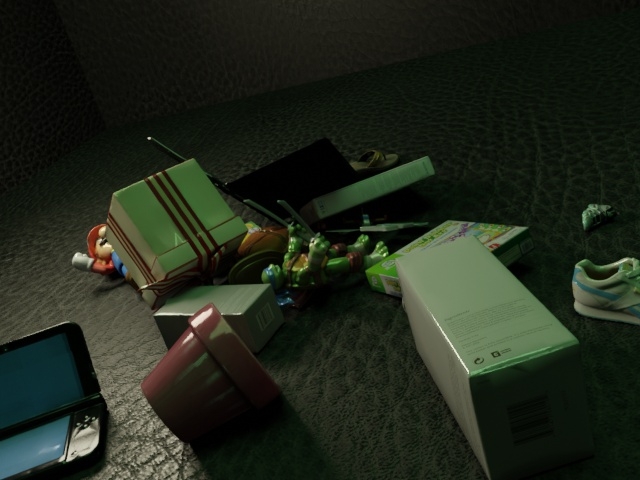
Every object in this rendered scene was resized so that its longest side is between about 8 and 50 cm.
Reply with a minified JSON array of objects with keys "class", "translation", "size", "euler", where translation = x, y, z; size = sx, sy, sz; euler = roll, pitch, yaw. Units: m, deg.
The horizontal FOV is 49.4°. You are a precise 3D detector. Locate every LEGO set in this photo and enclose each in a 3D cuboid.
[{"class":"LEGO set","translation":[0.113,-0.051,1.692],"size":[0.244,0.060,0.182],"euler":[0,6,41]}]

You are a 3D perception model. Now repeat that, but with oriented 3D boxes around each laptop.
[{"class":"laptop","translation":[-0.154,-0.203,1.815],"size":[0.408,0.382,0.236],"euler":[33,89,20]}]

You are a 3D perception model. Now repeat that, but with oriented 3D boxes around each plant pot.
[{"class":"plant pot","translation":[-0.196,0.238,1.190],"size":[0.180,0.201,0.201],"euler":[-39,28,-10]}]

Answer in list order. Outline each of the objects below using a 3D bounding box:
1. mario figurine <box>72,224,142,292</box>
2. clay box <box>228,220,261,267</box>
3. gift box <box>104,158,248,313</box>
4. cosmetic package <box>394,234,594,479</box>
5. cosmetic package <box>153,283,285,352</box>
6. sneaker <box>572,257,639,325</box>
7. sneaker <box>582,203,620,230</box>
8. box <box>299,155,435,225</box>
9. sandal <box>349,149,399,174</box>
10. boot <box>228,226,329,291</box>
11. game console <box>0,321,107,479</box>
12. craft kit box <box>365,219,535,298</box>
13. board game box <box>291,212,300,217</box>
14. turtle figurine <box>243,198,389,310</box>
[{"class":"mario figurine","translation":[-0.542,0.025,1.884],"size":[0.320,0.170,0.198],"euler":[20,8,43]},{"class":"clay box","translation":[-0.227,0.014,1.850],"size":[0.222,0.053,0.127],"euler":[-26,26,-19]},{"class":"gift box","translation":[-0.350,0.012,1.618],"size":[0.276,0.258,0.255],"euler":[-33,-11,-28]},{"class":"cosmetic package","translation":[0.241,0.157,1.043],"size":[0.155,0.197,0.365],"euler":[-18,25,-1]},{"class":"cosmetic package","translation":[-0.214,0.162,1.459],"size":[0.238,0.107,0.127],"euler":[-6,25,31]},{"class":"sneaker","translation":[0.529,0.082,1.139],"size":[0.229,0.092,0.087],"euler":[1,28,34]},{"class":"sneaker","translation":[0.591,-0.052,1.458],"size":[0.069,0.038,0.098],"euler":[-1,29,34]},{"class":"box","translation":[0.115,-0.125,1.819],"size":[0.322,0.058,0.232],"euler":[-20,0,-11]},{"class":"sandal","translation":[0.148,-0.245,2.133],"size":[0.219,0.060,0.090],"euler":[-11,24,-21]},{"class":"boot","translation":[-0.145,0.033,1.679],"size":[0.283,0.109,0.220],"euler":[-30,28,-31]},{"class":"game console","translation":[-0.561,0.314,1.266],"size":[0.293,0.173,0.250],"euler":[-20,23,-6]},{"class":"craft kit box","translation":[0.259,0.041,1.420],"size":[0.250,0.061,0.247],"euler":[-30,16,-25]},{"class":"board game box","translation":[-0.040,-0.141,2.099],"size":[0.136,0.030,0.260],"euler":[6,32,45]},{"class":"turtle figurine","translation":[0.000,0.000,1.503],"size":[0.266,0.274,0.198],"euler":[-4,-18,-25]}]
